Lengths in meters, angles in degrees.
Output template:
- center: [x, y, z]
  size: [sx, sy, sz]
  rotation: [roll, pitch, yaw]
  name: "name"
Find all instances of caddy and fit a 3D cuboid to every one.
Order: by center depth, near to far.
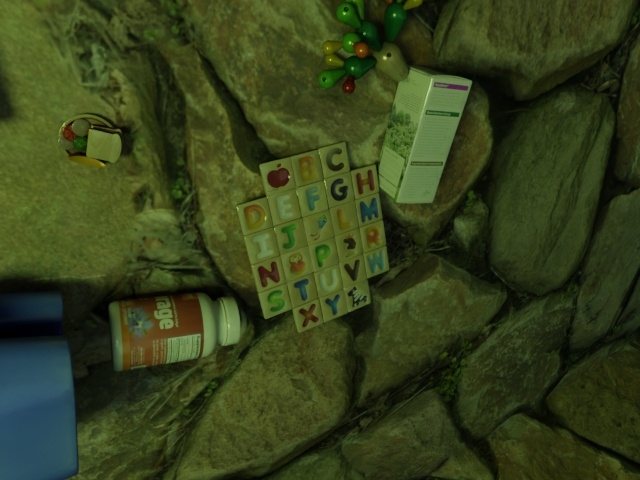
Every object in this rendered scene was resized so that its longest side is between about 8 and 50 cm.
- center: [-0.473, 0.233, 0.664]
  size: [0.179, 0.241, 0.341]
  rotation: [-5, 122, -32]
  name: "caddy"

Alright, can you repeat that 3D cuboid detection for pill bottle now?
- center: [-0.262, 0.158, 0.807]
  size: [0.216, 0.121, 0.121]
  rotation: [-4, 122, -28]
  name: "pill bottle"

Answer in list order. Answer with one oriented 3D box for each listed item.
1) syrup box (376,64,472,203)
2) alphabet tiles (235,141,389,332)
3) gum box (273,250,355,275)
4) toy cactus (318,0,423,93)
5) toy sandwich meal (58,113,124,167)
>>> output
- center: [0.185, -0.196, 0.837]
  size: [0.096, 0.093, 0.237]
  rotation: [-3, 122, -27]
  name: "syrup box"
- center: [0.000, 0.000, 0.853]
  size: [0.285, 0.011, 0.343]
  rotation: [-19, 111, -20]
  name: "alphabet tiles"
- center: [-0.018, 0.067, 0.921]
  size: [0.188, 0.062, 0.107]
  rotation: [-12, 125, -22]
  name: "gum box"
- center: [0.095, -0.318, 0.712]
  size: [0.180, 0.112, 0.219]
  rotation: [25, 98, -48]
  name: "toy cactus"
- center: [-0.325, -0.138, 0.633]
  size: [0.085, 0.029, 0.086]
  rotation: [-15, 127, -20]
  name: "toy sandwich meal"
